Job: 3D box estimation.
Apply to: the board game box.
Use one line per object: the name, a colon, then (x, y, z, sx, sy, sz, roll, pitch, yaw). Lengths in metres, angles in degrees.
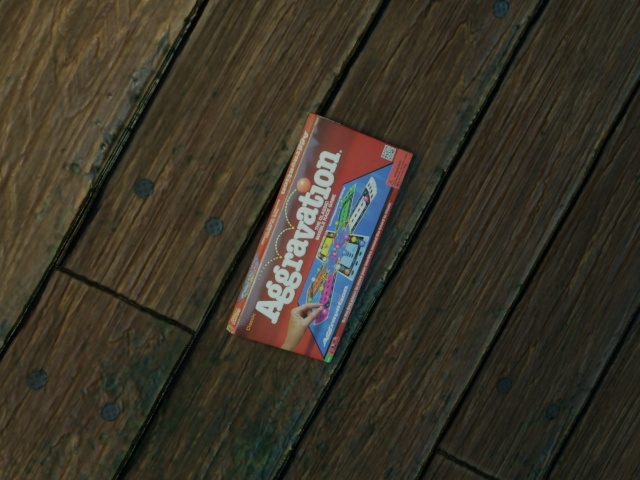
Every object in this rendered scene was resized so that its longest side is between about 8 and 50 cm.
board game box: (0.000, 0.000, 1.553, 0.145, 0.027, 0.281, 19, 94, -28)
